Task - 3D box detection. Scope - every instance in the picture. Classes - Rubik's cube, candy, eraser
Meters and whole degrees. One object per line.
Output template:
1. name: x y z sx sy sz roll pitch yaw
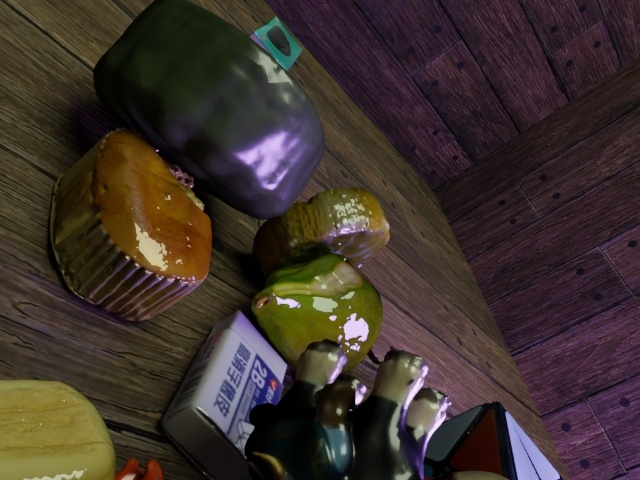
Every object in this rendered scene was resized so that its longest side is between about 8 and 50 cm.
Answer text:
1. Rubik's cube: 0.275 0.470 0.906 0.248 0.246 0.250 51 21 -11
2. candy: 0.000 0.000 0.990 0.260 0.260 0.118 21 42 -57
3. eraser: -0.116 0.199 0.705 0.124 0.068 0.210 51 20 -15

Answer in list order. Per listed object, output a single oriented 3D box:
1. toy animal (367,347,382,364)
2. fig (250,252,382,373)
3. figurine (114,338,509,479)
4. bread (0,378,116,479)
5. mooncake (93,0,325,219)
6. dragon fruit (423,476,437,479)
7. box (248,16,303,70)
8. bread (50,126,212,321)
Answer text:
1. toy animal: 0.052 0.170 1.079 0.241 0.057 0.099 45 1 37
2. fig: -0.030 0.111 0.838 0.275 0.206 0.206 19 42 -55
3. figurine: -0.024 0.267 0.425 0.306 0.412 0.241 41 -21 36
4. bread: -0.261 0.164 0.375 0.217 0.098 0.147 23 12 -47
5. mooncake: -0.166 -0.188 0.834 0.356 0.194 0.356 37 -4 3
6. dragon fruit: 0.077 0.416 0.583 0.269 0.250 0.291 67 14 -69
7. box: -0.172 -0.436 1.332 0.118 0.205 0.311 51 22 -19
8. bread: -0.235 -0.027 0.692 0.179 0.133 0.250 30 32 -42
